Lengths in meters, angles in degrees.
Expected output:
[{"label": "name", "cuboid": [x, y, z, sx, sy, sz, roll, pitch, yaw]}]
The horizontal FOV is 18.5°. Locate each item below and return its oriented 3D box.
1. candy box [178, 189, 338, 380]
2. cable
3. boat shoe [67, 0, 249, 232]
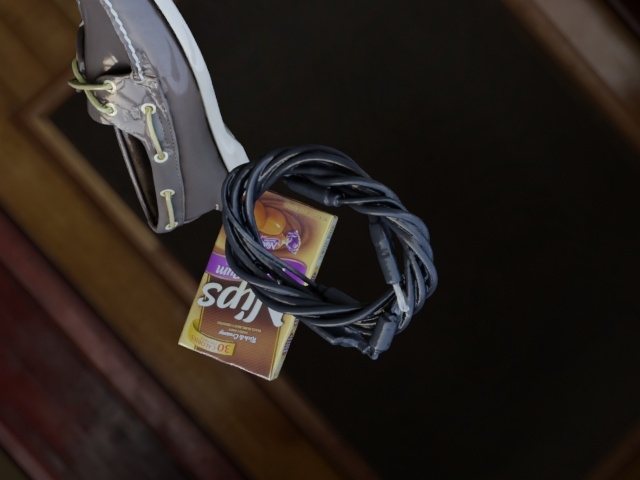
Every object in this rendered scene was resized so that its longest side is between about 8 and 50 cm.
[{"label": "candy box", "cuboid": [-0.065, 0.042, 2.067, 0.053, 0.109, 0.187, 2, 109, -82]}, {"label": "cable", "cuboid": [0.000, 0.000, 1.494, 0.047, 0.184, 0.150, -38, 163, -46]}, {"label": "boat shoe", "cuboid": [-0.147, -0.124, 1.607, 0.096, 0.116, 0.324, -35, 143, -9]}]
